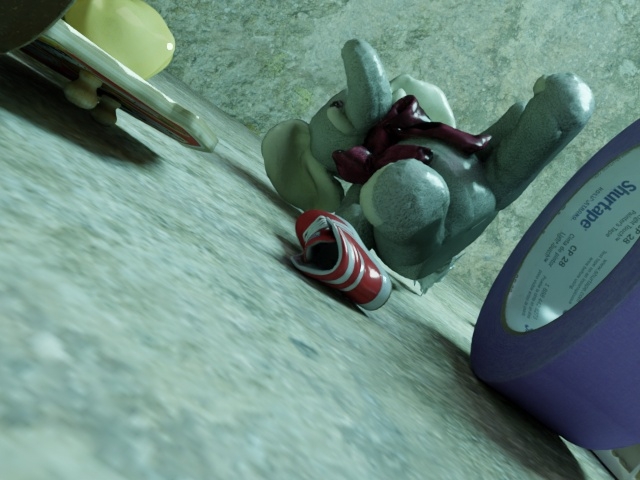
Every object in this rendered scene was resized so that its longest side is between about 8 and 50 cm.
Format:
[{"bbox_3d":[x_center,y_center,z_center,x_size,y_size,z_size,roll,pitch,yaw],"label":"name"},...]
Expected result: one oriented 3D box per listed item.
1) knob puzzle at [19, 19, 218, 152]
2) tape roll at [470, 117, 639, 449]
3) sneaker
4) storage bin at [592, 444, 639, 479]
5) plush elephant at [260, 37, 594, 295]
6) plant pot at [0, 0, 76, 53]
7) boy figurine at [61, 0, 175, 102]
[{"bbox_3d":[-0.148,-0.096,0.421,0.213,0.030,0.213,28,-2,1],"label":"knob puzzle"},{"bbox_3d":[0.238,0.021,0.512,0.090,0.274,0.275,35,6,-1],"label":"tape roll"},{"bbox_3d":[0.000,0.000,0.474,0.067,0.042,0.118,34,7,-42],"label":"sneaker"},{"bbox_3d":[0.372,0.209,0.544,0.262,0.123,0.260,36,7,-2],"label":"storage bin"},{"bbox_3d":[0.083,-0.101,0.729,0.255,0.272,0.330,52,-18,18],"label":"plush elephant"},{"bbox_3d":[-0.212,-0.196,0.214,0.215,0.215,0.230,39,21,30],"label":"plant pot"},{"bbox_3d":[-0.251,-0.217,0.532,0.285,0.092,0.177,38,-21,-6],"label":"boy figurine"}]
